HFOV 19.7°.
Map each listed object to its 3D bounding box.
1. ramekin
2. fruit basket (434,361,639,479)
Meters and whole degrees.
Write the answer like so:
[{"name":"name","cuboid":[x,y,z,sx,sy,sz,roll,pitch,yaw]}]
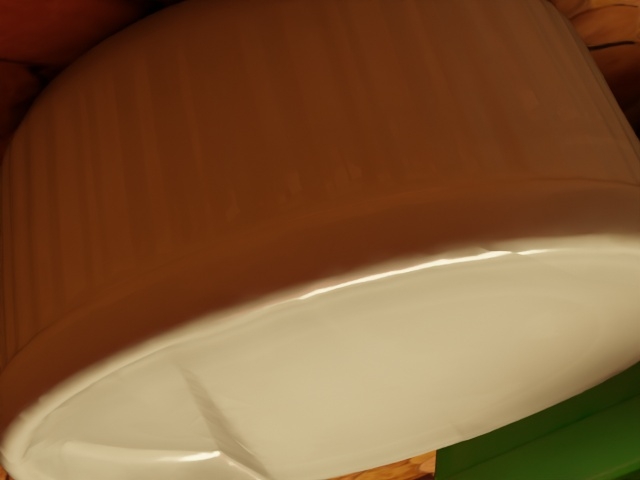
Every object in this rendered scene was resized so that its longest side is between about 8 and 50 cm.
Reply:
[{"name":"ramekin","cuboid":[0.000,0.000,0.705,0.273,0.127,0.273,-14,161,-5]},{"name":"fruit basket","cuboid":[0.238,0.119,0.836,0.392,0.392,0.283,-29,149,34]}]
